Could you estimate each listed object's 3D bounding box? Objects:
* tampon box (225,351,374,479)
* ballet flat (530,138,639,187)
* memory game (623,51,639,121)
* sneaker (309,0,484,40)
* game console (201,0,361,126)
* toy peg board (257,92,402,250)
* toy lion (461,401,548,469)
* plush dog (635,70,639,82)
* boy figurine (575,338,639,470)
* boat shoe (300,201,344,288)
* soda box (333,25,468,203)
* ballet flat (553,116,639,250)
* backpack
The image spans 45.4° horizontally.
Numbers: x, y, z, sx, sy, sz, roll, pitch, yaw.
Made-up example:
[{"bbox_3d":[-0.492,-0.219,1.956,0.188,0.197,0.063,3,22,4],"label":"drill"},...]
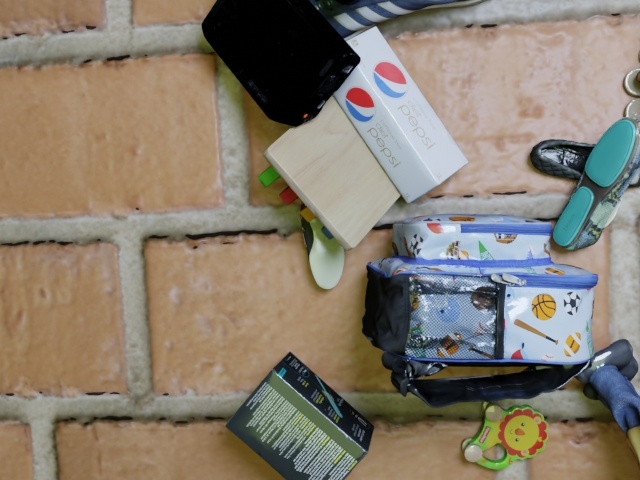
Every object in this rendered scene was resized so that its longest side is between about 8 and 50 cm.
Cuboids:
[{"bbox_3d":[-0.023,0.248,1.021,0.161,0.120,0.101,41,97,5],"label":"tampon box"},{"bbox_3d":[0.357,-0.098,0.981,0.173,0.049,0.058,5,95,9],"label":"ballet flat"},{"bbox_3d":[0.481,-0.186,0.977,0.186,0.012,0.186,0,92,9],"label":"memory game"},{"bbox_3d":[0.064,-0.338,0.966,0.350,0.148,0.131,-14,91,10],"label":"sneaker"},{"bbox_3d":[0.009,-0.326,0.916,0.361,0.044,0.213,-49,65,23],"label":"game console"},{"bbox_3d":[0.013,-0.085,1.001,0.161,0.079,0.161,49,54,-8],"label":"toy peg board"},{"bbox_3d":[0.252,0.263,1.027,0.096,0.034,0.100,26,97,-1],"label":"toy lion"},{"bbox_3d":[0.523,-0.206,0.888,0.225,0.210,0.263,-1,89,-9],"label":"plush dog"},{"bbox_3d":[0.406,0.246,0.878,0.092,0.177,0.285,-35,44,4],"label":"boy figurine"},{"bbox_3d":[0.002,0.000,1.048,0.049,0.042,0.133,-10,91,-11],"label":"boat shoe"},{"bbox_3d":[0.092,-0.162,0.988,0.216,0.074,0.069,55,143,-1],"label":"soda box"},{"bbox_3d":[0.357,-0.068,0.954,0.070,0.070,0.188,28,124,7],"label":"ballet flat"},{"bbox_3d":[0.193,0.071,0.925,0.263,0.276,0.213,9,96,-5],"label":"backpack"}]
